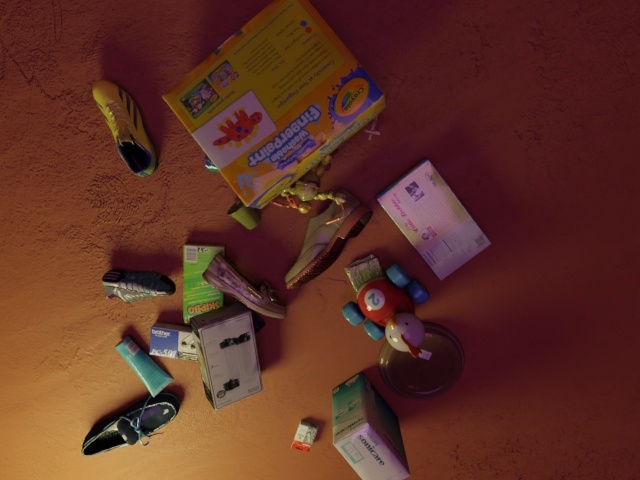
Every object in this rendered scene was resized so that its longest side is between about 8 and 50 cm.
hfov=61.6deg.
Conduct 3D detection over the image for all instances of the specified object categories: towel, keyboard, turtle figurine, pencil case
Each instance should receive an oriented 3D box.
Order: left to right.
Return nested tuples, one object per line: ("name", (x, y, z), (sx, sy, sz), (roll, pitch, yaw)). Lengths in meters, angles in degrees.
("pencil case", (-0.257, -0.223, 1.542), (0.152, 0.064, 0.070), (7, 117, -2))
("keyboard", (-0.272, 0.287, 1.697), (0.180, 0.023, 0.108), (-42, 101, 9))
("turtle figurine", (-0.040, -0.170, 1.523), (0.270, 0.087, 0.217), (13, 89, 30))
("towel", (0.148, 0.123, 1.651), (0.110, 0.027, 0.148), (-24, 103, 5))

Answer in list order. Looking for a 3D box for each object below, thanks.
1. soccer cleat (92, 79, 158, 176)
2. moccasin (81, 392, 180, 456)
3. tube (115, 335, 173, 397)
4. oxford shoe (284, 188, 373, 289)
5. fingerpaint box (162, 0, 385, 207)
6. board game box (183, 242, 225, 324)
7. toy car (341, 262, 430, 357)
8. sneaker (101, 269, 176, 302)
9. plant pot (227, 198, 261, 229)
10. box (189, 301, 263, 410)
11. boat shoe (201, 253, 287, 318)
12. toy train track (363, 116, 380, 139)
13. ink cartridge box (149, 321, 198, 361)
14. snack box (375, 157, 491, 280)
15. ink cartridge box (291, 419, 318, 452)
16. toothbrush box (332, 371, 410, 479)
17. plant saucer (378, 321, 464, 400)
("soccer cleat", (-0.542, -0.312, 1.490), (0.093, 0.121, 0.289), (-24, 103, 7))
("moccasin", (-0.609, 0.615, 1.733), (0.342, 0.117, 0.137), (-31, 102, 7))
("tube", (-0.565, 0.397, 1.710), (0.080, 0.052, 0.207), (-41, 102, -20))
("oxford shoe", (0.000, 0.000, 1.594), (0.348, 0.123, 0.130), (-47, 72, 13))
("fingerpaint box", (-0.114, -0.362, 1.412), (0.445, 0.163, 0.371), (-39, 86, 7))
("board game box", (-0.358, 0.137, 1.652), (0.124, 0.039, 0.259), (4, 102, -1))
("toy car", (0.220, 0.233, 1.549), (0.219, 0.238, 0.210), (-43, 126, 13))
("sneaker", (-0.552, 0.152, 1.647), (0.224, 0.083, 0.098), (10, 125, 2))
("plant pot", (-0.217, -0.076, 1.580), (0.083, 0.083, 0.079), (-36, 115, 9))
("box", (-0.281, 0.347, 1.629), (0.169, 0.087, 0.289), (-18, 115, -26))
("boat shoe", (-0.211, 0.143, 1.609), (0.285, 0.104, 0.089), (31, 90, -20))
("toy train track", (0.152, -0.330, 1.541), (0.048, 0.014, 0.083), (15, 98, 3))
("ink cartridge box", (-0.427, 0.321, 1.682), (0.207, 0.046, 0.097), (8, 104, 6))
("snack box", (0.332, -0.061, 1.586), (0.187, 0.060, 0.322), (-38, 101, 9))
("ink cartridge box", (-0.055, 0.661, 1.790), (0.063, 0.029, 0.115), (18, 103, -5))
("toothbrush box", (0.146, 0.575, 1.631), (0.126, 0.295, 0.216), (-35, 103, 8))
("plant saucer", (0.325, 0.395, 1.716), (0.278, 0.041, 0.277), (0, 104, 1))
